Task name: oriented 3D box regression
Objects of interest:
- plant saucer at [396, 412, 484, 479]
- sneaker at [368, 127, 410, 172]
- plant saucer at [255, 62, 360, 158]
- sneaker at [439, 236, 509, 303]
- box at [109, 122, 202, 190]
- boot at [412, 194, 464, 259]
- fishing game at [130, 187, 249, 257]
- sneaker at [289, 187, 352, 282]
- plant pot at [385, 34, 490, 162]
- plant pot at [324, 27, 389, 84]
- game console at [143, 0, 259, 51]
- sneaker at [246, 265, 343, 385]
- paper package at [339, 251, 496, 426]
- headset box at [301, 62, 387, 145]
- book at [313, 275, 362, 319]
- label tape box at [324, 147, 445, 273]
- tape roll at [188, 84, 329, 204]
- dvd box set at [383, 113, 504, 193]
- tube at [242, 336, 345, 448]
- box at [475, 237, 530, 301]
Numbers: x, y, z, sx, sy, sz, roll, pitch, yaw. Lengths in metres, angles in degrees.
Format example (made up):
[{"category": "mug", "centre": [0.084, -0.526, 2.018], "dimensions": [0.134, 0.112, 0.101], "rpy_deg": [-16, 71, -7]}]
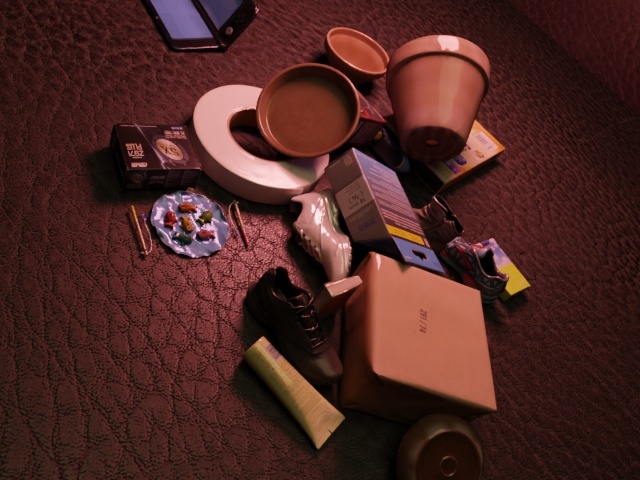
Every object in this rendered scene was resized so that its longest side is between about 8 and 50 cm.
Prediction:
[{"category": "plant saucer", "centre": [0.250, 0.451, 1.161], "dimensions": [0.199, 0.036, 0.198], "rpy_deg": [2, 84, -16]}, {"category": "sneaker", "centre": [0.211, -0.288, 1.816], "dimensions": [0.082, 0.069, 0.209], "rpy_deg": [22, 30, -54]}, {"category": "plant saucer", "centre": [-0.033, -0.341, 1.538], "dimensions": [0.278, 0.041, 0.277], "rpy_deg": [-1, 75, 4]}, {"category": "sneaker", "centre": [0.428, 0.041, 1.610], "dimensions": [0.104, 0.125, 0.261], "rpy_deg": [-20, 66, -40]}, {"category": "box", "centre": [-0.394, -0.200, 1.380], "dimensions": [0.180, 0.077, 0.147], "rpy_deg": [-4, 57, -32]}, {"category": "boot", "centre": [0.286, -0.077, 1.602], "dimensions": [0.083, 0.161, 0.246], "rpy_deg": [-23, 67, -41]}, {"category": "fishing game", "centre": [-0.296, -0.047, 1.337], "dimensions": [0.264, 0.041, 0.189], "rpy_deg": [-2, 58, -31]}, {"category": "sneaker", "centre": [0.000, 0.000, 1.439], "dimensions": [0.130, 0.111, 0.297], "rpy_deg": [-6, 52, -14]}, {"category": "plant pot", "centre": [0.346, -0.403, 1.758], "dimensions": [0.323, 0.323, 0.280], "rpy_deg": [17, 65, -17]}, {"category": "plant pot", "centre": [0.110, -0.613, 1.987], "dimensions": [0.238, 0.109, 0.237], "rpy_deg": [16, 47, -18]}, {"category": "game console", "centre": [-0.375, -0.738, 1.782], "dimensions": [0.173, 0.250, 0.293], "rpy_deg": [10, 44, -58]}, {"category": "sneaker", "centre": [-0.047, 0.179, 1.226], "dimensions": [0.286, 0.130, 0.109], "rpy_deg": [49, 45, 13]}, {"category": "paper package", "centre": [0.213, 0.232, 1.303], "dimensions": [0.310, 0.168, 0.324], "rpy_deg": [19, 46, -14]}, {"category": "headset box", "centre": [0.053, -0.396, 1.723], "dimensions": [0.218, 0.110, 0.293], "rpy_deg": [51, 26, 16]}, {"category": "book", "centre": [0.024, 0.137, 1.289], "dimensions": [0.096, 0.144, 0.035], "rpy_deg": [-14, 62, -38]}, {"category": "label tape box", "centre": [0.163, -0.049, 1.483], "dimensions": [0.241, 0.106, 0.333], "rpy_deg": [17, 46, -54]}, {"category": "tape roll", "centre": [-0.163, -0.265, 1.570], "dimensions": [0.392, 0.072, 0.391], "rpy_deg": [16, 48, -19]}, {"category": "dvd box set", "centre": [0.412, -0.342, 1.966], "dimensions": [0.307, 0.062, 0.420], "rpy_deg": [48, 47, 13]}, {"category": "tube", "centre": [-0.059, 0.303, 1.172], "dimensions": [0.240, 0.070, 0.062], "rpy_deg": [46, 2, 5]}, {"category": "box", "centre": [0.518, 0.084, 1.684], "dimensions": [0.109, 0.042, 0.178], "rpy_deg": [-16, 63, -38]}]
